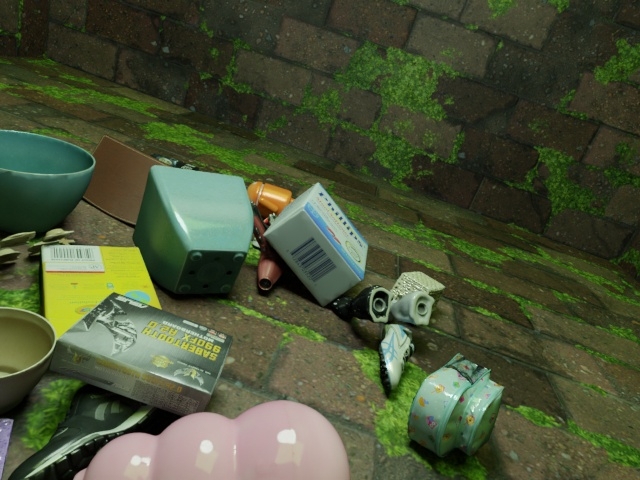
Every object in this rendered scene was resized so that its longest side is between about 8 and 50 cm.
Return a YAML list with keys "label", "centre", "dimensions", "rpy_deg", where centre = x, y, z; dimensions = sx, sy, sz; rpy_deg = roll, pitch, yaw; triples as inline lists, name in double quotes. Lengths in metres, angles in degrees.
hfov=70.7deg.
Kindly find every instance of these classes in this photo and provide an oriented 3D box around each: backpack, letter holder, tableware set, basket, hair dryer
- label: "backpack"
  centre: [0.262, 0.333, 0.886]
  dimensions: [0.189, 0.165, 0.144]
  rpy_deg: [-4, 22, -40]
- label: "letter holder"
  centre: [-0.578, -0.159, 1.410]
  dimensions: [0.302, 0.214, 0.152]
  rpy_deg: [26, -9, 17]
- label: "tableware set"
  centre: [-0.621, 0.010, 0.969]
  dimensions: [0.141, 0.169, 0.020]
  rpy_deg: [-20, 85, -50]
- label: "basket"
  centre: [0.292, 0.161, 1.367]
  dimensions: [0.113, 0.103, 0.167]
  rpy_deg: [33, 14, 29]
- label: "hair dryer"
  centre: [-0.169, 0.012, 1.270]
  dimensions: [0.223, 0.080, 0.293]
  rpy_deg: [44, 26, -56]

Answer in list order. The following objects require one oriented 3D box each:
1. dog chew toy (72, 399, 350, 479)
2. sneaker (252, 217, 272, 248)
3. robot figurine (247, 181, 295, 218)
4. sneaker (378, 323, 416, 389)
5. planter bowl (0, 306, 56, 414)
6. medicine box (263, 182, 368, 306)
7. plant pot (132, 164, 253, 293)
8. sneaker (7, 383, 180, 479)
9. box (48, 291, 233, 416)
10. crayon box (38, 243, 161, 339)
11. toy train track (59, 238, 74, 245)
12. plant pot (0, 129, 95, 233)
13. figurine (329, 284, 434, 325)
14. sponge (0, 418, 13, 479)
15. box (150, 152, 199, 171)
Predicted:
- label: "dog chew toy"
  centre: [-0.135, 0.313, 0.576]
  dimensions: [0.332, 0.206, 0.206]
  rpy_deg: [5, 25, -14]
- label: "sneaker"
  centre: [-0.157, -0.040, 1.513]
  dimensions: [0.082, 0.094, 0.208]
  rpy_deg: [20, 20, 4]
- label: "robot figurine"
  centre: [-0.191, -0.146, 1.688]
  dimensions: [0.220, 0.128, 0.158]
  rpy_deg: [17, 46, -5]
- label: "sneaker"
  centre: [0.183, 0.268, 1.072]
  dimensions: [0.086, 0.085, 0.237]
  rpy_deg: [-1, 17, 12]
- label: "planter bowl"
  centre: [-0.492, 0.190, 0.672]
  dimensions: [0.162, 0.109, 0.162]
  rpy_deg: [17, 22, -7]
- label: "medicine box"
  centre: [0.000, 0.000, 1.327]
  dimensions: [0.263, 0.149, 0.289]
  rpy_deg: [51, 20, -11]
- label: "plant pot"
  centre: [-0.305, -0.004, 1.130]
  dimensions: [0.247, 0.247, 0.252]
  rpy_deg: [4, 38, -34]
- label: "sneaker"
  centre: [-0.329, 0.272, 0.647]
  dimensions: [0.124, 0.107, 0.283]
  rpy_deg: [22, 12, 18]
- label: "box"
  centre: [-0.271, 0.178, 0.728]
  dimensions: [0.231, 0.056, 0.183]
  rpy_deg: [22, 13, -5]
- label: "crayon box"
  centre: [-0.448, 0.120, 0.910]
  dimensions: [0.202, 0.081, 0.318]
  rpy_deg: [4, 26, -34]
- label: "toy train track"
  centre: [-0.621, 0.017, 1.105]
  dimensions: [0.083, 0.014, 0.048]
  rpy_deg: [37, 20, 26]
- label: "plant pot"
  centre: [-0.730, -0.131, 1.113]
  dimensions: [0.290, 0.195, 0.290]
  rpy_deg: [17, 22, -7]
- label: "figurine"
  centre: [0.160, 0.178, 1.208]
  dimensions: [0.215, 0.092, 0.209]
  rpy_deg: [10, -13, -27]
- label: "sponge"
  centre: [-0.452, 0.306, 0.537]
  dimensions: [0.117, 0.031, 0.210]
  rpy_deg: [7, 24, -29]
- label: "box"
  centre: [-0.569, -0.251, 1.689]
  dimensions: [0.180, 0.077, 0.147]
  rpy_deg: [18, 21, -3]
